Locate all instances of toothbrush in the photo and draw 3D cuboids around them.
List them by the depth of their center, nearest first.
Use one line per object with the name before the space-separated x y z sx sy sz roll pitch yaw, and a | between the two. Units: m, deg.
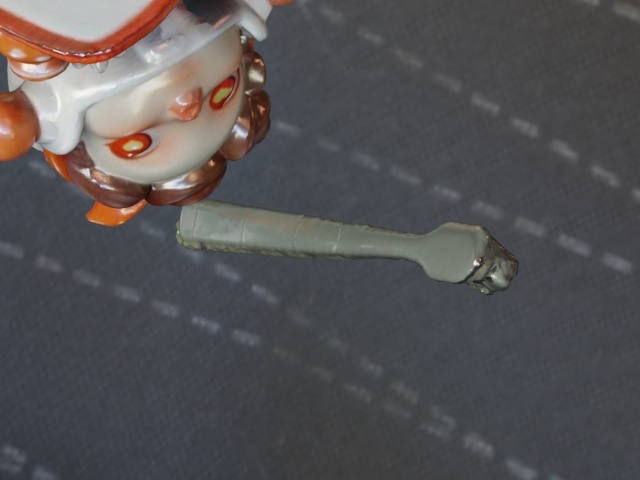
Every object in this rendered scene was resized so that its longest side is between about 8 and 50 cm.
toothbrush | 0.000 0.000 0.885 0.030 0.030 0.297 28 -11 -31

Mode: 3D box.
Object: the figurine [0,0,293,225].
figurine | -0.092 -0.091 0.805 0.160 0.226 0.183 28 59 22
